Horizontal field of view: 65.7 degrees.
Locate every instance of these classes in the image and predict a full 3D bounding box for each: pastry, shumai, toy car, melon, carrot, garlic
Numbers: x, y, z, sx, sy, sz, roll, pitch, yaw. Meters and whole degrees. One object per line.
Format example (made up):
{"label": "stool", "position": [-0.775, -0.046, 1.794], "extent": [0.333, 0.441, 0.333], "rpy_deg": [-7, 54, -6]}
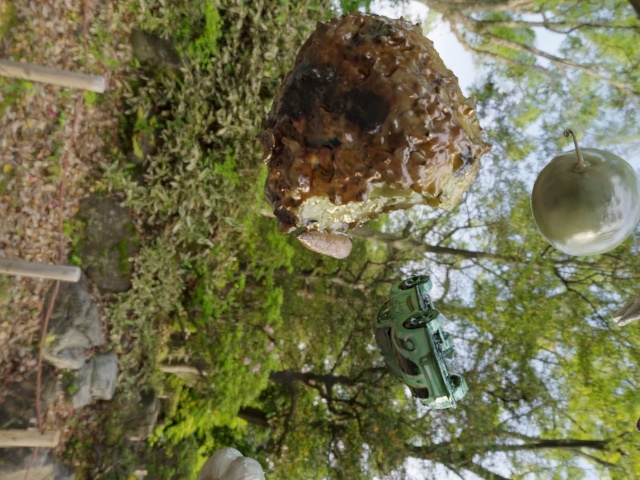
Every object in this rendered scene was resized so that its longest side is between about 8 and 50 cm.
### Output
{"label": "pastry", "position": [0.067, -0.198, 0.852], "extent": [0.404, 0.292, 0.338], "rpy_deg": [-11, -99, 39]}
{"label": "shumai", "position": [-0.049, -0.110, 1.226], "extent": [0.120, 0.201, 0.202], "rpy_deg": [-102, -155, -66]}
{"label": "toy car", "position": [0.154, 0.164, 0.824], "extent": [0.306, 0.125, 0.136], "rpy_deg": [-60, 129, -73]}
{"label": "melon", "position": [0.667, -0.094, 1.250], "extent": [0.271, 0.307, 0.272], "rpy_deg": [-14, -113, 36]}
{"label": "carrot", "position": [0.000, 0.000, 1.232], "extent": [0.072, 0.205, 0.072], "rpy_deg": [-7, -103, 34]}
{"label": "garlic", "position": [-0.271, 0.683, 1.442], "extent": [0.229, 0.178, 0.143], "rpy_deg": [-31, -122, 16]}

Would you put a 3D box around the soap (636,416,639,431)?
{"label": "soap", "position": [0.558, 0.254, 0.663], "extent": [0.065, 0.202, 0.122], "rpy_deg": [-54, 153, -61]}

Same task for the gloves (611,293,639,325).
{"label": "gloves", "position": [0.707, 0.153, 1.014], "extent": [0.132, 0.140, 0.219], "rpy_deg": [-60, -178, 10]}

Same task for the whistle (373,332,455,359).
{"label": "whistle", "position": [0.216, 0.233, 1.147], "extent": [0.039, 0.186, 0.039], "rpy_deg": [14, 90, -69]}
